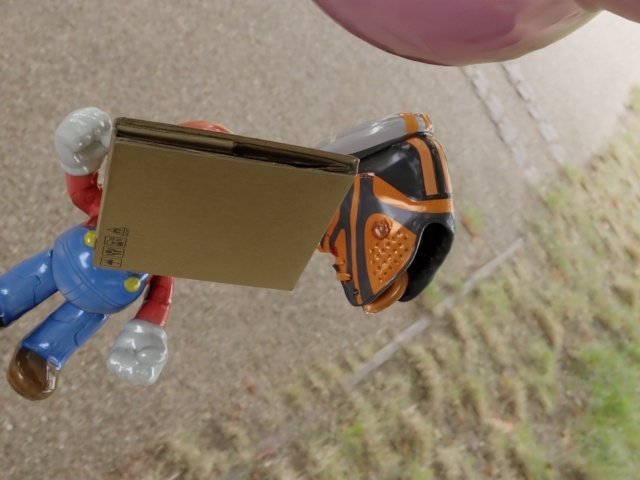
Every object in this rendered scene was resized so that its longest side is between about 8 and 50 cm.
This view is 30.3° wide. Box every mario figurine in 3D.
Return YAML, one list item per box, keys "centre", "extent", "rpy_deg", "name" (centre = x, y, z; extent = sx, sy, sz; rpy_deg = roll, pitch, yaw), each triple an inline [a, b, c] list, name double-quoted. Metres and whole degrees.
- centre: [-0.196, 0.011, 1.083]
  extent: [0.198, 0.320, 0.170]
  rpy_deg: [38, 17, -44]
  name: "mario figurine"

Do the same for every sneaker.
- centre: [0.000, 0.000, 1.241]
  extent: [0.124, 0.321, 0.180]
  rpy_deg: [-6, 77, -51]
  name: "sneaker"

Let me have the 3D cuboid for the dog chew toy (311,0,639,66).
- centre: [0.137, -0.176, 0.495]
  extent: [0.206, 0.332, 0.206]
  rpy_deg: [-16, 108, -59]
  name: "dog chew toy"

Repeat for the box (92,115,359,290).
- centre: [-0.077, -0.019, 0.860]
  extent: [0.164, 0.201, 0.021]
  rpy_deg: [8, 63, -12]
  name: "box"
